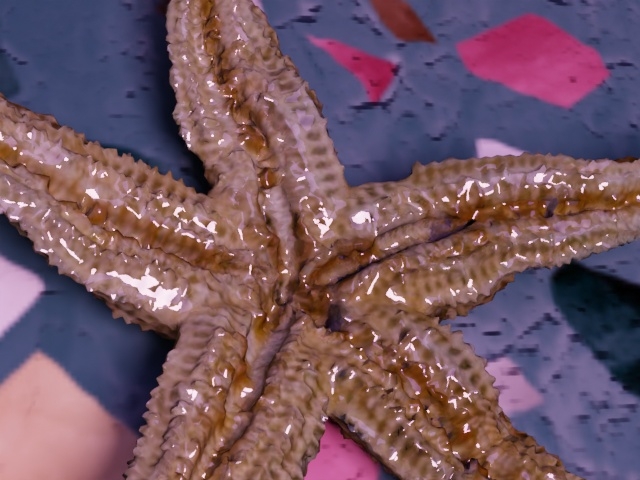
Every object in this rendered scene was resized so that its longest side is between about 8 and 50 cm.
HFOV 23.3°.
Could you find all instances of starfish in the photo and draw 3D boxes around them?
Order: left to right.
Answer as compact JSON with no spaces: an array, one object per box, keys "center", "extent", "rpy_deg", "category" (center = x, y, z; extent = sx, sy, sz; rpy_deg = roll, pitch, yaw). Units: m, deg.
[{"center":[-0.001,0.000,0.575],"extent":[0.347,0.078,0.358],"rpy_deg":[-4,62,-16],"category":"starfish"}]
